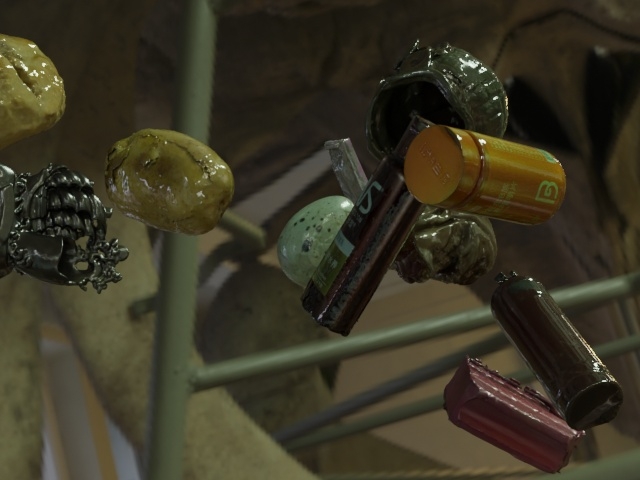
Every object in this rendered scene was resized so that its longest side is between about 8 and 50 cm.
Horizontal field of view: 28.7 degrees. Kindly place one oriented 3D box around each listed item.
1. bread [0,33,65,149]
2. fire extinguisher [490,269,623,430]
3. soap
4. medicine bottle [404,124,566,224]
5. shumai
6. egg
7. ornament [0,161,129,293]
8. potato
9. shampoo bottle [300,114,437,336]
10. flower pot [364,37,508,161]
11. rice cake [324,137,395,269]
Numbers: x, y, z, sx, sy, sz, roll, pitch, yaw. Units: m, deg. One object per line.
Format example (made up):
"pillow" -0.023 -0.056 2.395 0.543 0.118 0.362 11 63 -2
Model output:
"bread" -0.456 -0.193 1.638 0.244 0.134 0.244 -15 23 7
"fire extinguisher" 0.260 0.113 1.438 0.089 0.268 0.072 33 -74 -33
"soap" 0.349 0.316 2.218 0.099 0.250 0.162 -61 4 10
"medicine bottle" 0.197 -0.075 1.476 0.191 0.096 0.096 9 -28 -42
"shumai" 0.191 -0.028 2.202 0.184 0.218 0.185 -33 -31 23
"egg" 0.000 0.000 2.076 0.164 0.131 0.131 -61 -27 10
"ornament" -0.490 -0.026 2.347 0.260 0.251 0.106 2 -20 -8
"potato" -0.165 -0.064 1.332 0.170 0.107 0.080 24 17 30
"shampoo bottle" 0.084 -0.024 1.800 0.084 0.129 0.323 25 -75 -21
"flower pot" 0.236 -0.275 2.652 0.301 0.302 0.213 -29 6 41
"rice cake" 0.082 -0.067 2.299 0.049 0.270 0.055 -28 4 -42
